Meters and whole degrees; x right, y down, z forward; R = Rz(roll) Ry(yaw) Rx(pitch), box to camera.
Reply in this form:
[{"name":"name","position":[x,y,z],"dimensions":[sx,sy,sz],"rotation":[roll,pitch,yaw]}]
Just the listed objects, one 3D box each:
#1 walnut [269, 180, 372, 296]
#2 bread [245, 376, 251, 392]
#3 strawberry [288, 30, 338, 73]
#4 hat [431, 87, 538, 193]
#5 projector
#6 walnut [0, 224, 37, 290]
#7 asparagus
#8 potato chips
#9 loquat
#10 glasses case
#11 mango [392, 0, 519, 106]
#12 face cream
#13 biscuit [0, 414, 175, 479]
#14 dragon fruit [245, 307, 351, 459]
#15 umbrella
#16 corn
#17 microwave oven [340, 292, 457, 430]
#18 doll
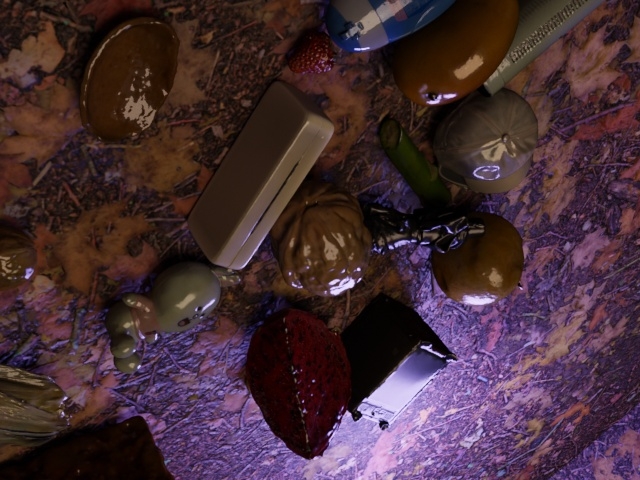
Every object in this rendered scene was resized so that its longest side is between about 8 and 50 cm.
[{"name":"walnut","position":[0.000,0.000,1.566],"dimensions":[0.198,0.198,0.245],"rotation":[-27,146,-13]},{"name":"bread","position":[-0.114,0.300,1.882],"dimensions":[0.110,0.024,0.110],"rotation":[-20,134,-22]},{"name":"strawberry","position":[-0.014,-0.301,1.380],"dimensions":[0.083,0.073,0.073],"rotation":[-13,138,7]},{"name":"hat","position":[0.345,-0.179,1.682],"dimensions":[0.232,0.161,0.275],"rotation":[-36,143,4]},{"name":"projector","position":[0.401,-0.405,1.548],"dimensions":[0.337,0.108,0.108],"rotation":[-40,139,2]},{"name":"walnut","position":[-0.497,0.028,1.305],"dimensions":[0.124,0.105,0.105],"rotation":[-10,132,-28]},{"name":"asparagus","position":[0.184,-0.140,1.667],"dimensions":[0.067,0.060,0.278],"rotation":[-14,147,27]},{"name":"potato chips","position":[-0.286,-0.237,1.253],"dimensions":[0.150,0.049,0.201],"rotation":[-10,130,-35]},{"name":"loquat","position":[0.342,0.042,1.844],"dimensions":[0.213,0.213,0.213],"rotation":[-20,136,-20]},{"name":"glasses case","position":[-0.106,-0.107,1.438],"dimensions":[0.070,0.131,0.313],"rotation":[16,116,-44]},{"name":"mango","position":[0.235,-0.334,1.440],"dimensions":[0.254,0.175,0.139],"rotation":[-44,138,7]},{"name":"face cream","position":[0.124,-0.399,1.363],"dimensions":[0.264,0.083,0.149],"rotation":[-37,115,-2]},{"name":"biscuit","position":[-0.422,0.571,1.640],"dimensions":[0.343,0.395,0.166],"rotation":[-17,146,-23]},{"name":"dragon fruit","position":[-0.048,0.280,1.811],"dimensions":[0.205,0.152,0.317],"rotation":[-18,100,-52]},{"name":"umbrella","position":[0.196,-0.022,1.695],"dimensions":[0.272,0.110,0.122],"rotation":[-1,134,-10]},{"name":"corn","position":[-0.580,0.284,1.457],"dimensions":[0.305,0.123,0.122],"rotation":[10,141,-41]},{"name":"microwave oven","position":[0.153,0.277,1.940],"dimensions":[0.247,0.178,0.188],"rotation":[-47,136,10]},{"name":"doll","position":[-0.279,0.114,1.541],"dimensions":[0.275,0.113,0.155],"rotation":[-37,149,-12]}]
